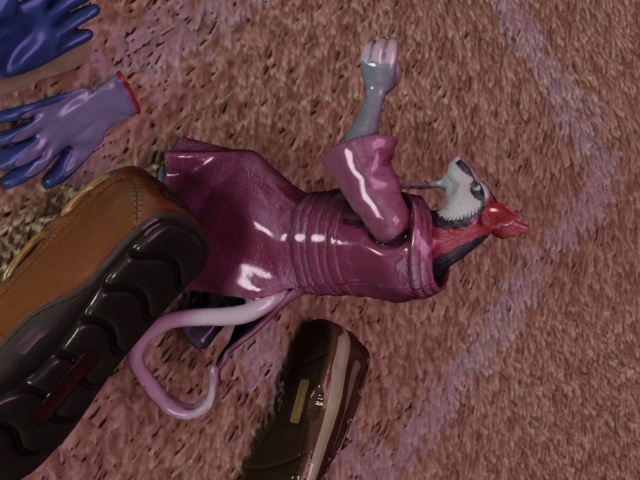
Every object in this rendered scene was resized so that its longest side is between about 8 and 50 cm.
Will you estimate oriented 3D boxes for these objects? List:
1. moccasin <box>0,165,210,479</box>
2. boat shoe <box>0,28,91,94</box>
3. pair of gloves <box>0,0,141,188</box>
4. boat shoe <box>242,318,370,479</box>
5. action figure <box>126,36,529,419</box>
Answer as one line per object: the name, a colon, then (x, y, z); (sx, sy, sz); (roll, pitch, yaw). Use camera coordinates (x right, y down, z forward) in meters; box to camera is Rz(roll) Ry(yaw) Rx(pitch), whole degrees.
moccasin: (-0.267, 0.088, 0.829); (0.380, 0.147, 0.139); (-51, 138, 0)
boat shoe: (-0.275, -0.165, 0.860); (0.133, 0.042, 0.049); (-24, 131, -32)
pair of gloves: (-0.248, -0.143, 0.851); (0.159, 0.023, 0.198); (-37, 135, -22)
boat shoe: (-0.005, 0.222, 1.059); (0.095, 0.095, 0.257); (31, 76, -40)
action figure: (0.000, 0.000, 0.868); (0.248, 0.370, 0.275); (59, 41, -40)
